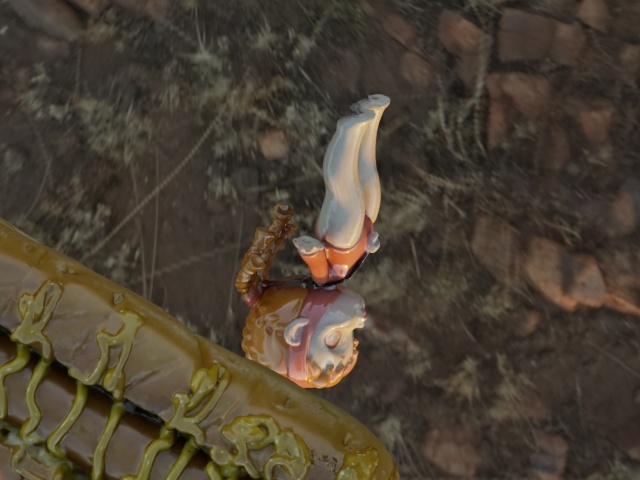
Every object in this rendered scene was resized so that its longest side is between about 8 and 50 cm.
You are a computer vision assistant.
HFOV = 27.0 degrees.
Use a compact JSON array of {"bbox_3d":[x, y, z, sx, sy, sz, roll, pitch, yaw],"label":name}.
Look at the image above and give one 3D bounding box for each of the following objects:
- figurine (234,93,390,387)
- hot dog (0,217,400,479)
[{"bbox_3d":[0.000,0.000,0.455,0.047,0.064,0.109,22,118,14],"label":"figurine"},{"bbox_3d":[-0.054,0.051,0.361,0.165,0.045,0.071,29,98,3],"label":"hot dog"}]
